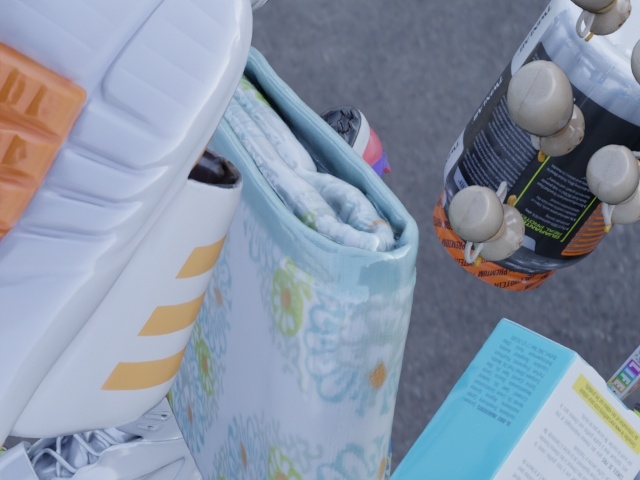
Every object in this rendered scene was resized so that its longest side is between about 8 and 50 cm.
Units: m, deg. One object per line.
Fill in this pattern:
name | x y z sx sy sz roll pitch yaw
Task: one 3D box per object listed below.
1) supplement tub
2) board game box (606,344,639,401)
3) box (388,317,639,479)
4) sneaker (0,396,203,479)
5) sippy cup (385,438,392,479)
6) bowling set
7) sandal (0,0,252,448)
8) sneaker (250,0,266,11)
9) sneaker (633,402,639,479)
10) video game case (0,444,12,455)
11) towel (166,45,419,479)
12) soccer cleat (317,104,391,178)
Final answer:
supplement tub | 0.276 -0.111 1.777 0.207 0.338 0.207 20 39 -17
board game box | 0.411 0.137 1.912 0.026 0.103 0.154 46 43 16
box | 0.070 0.171 0.819 0.244 0.100 0.060 -53 39 -9
sneaker | -0.234 0.196 1.463 0.366 0.210 0.137 -15 42 -26
sippy cup | -0.021 0.305 1.750 0.240 0.305 0.224 13 90 57
bowling set | 0.241 -0.080 1.239 0.200 0.154 0.287 26 89 21
sandal | -0.091 0.029 0.473 0.102 0.076 0.265 45 108 40
sneaker | -0.128 -0.368 1.310 0.145 0.385 0.147 -20 14 16
sneaker | 0.382 0.289 1.709 0.121 0.300 0.111 -46 40 -1
video game case | -0.380 0.323 1.870 0.042 0.210 0.232 -48 32 13
towel | -0.036 0.061 1.141 0.090 0.320 0.374 -6 29 -18
soccer cleat | 0.000 0.000 1.768 0.108 0.116 0.318 -3 54 38
